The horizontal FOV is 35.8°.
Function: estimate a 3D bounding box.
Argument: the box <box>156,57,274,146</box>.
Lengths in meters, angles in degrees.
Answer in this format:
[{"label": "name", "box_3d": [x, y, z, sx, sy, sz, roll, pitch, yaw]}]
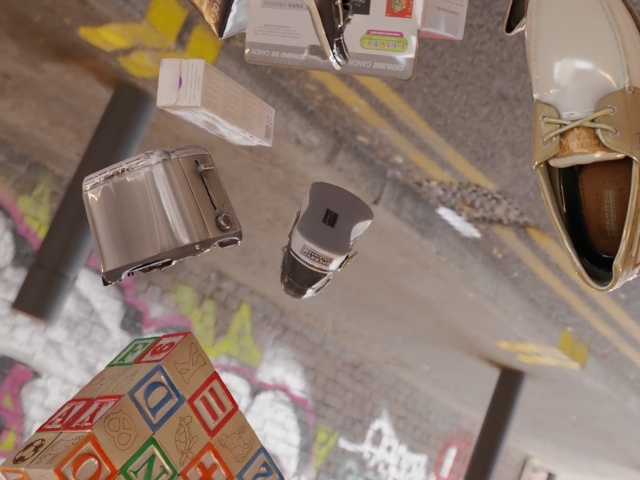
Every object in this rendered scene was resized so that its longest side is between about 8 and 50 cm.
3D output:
[{"label": "box", "box_3d": [-0.139, -0.188, 1.400, 0.063, 0.067, 0.324, 3, 178, 14]}]

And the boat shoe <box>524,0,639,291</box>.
[{"label": "boat shoe", "box_3d": [0.248, -0.098, 0.895, 0.113, 0.103, 0.302, -9, 111, 30]}]

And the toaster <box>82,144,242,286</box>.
[{"label": "toaster", "box_3d": [-0.220, -0.035, 1.311, 0.227, 0.146, 0.129, -17, 179, 34]}]

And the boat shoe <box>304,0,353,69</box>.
[{"label": "boat shoe", "box_3d": [0.007, -0.184, 0.768, 0.038, 0.046, 0.125, -24, 139, 3]}]

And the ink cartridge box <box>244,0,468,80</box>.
[{"label": "ink cartridge box", "box_3d": [0.053, -0.375, 1.443, 0.309, 0.272, 0.130, 14, -169, 34]}]

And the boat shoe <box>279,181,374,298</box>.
[{"label": "boat shoe", "box_3d": [0.004, 0.002, 1.480, 0.113, 0.105, 0.306, 28, -158, -5]}]

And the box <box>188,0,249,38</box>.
[{"label": "box", "box_3d": [-0.156, -0.720, 1.791, 0.472, 0.297, 0.480, 52, 147, 16]}]

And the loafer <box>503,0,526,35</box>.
[{"label": "loafer", "box_3d": [0.271, -0.322, 1.299, 0.045, 0.039, 0.125, 33, 143, 17]}]

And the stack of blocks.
[{"label": "stack of blocks", "box_3d": [-0.114, 0.250, 0.857, 0.087, 0.171, 0.297, -11, 116, 44]}]
